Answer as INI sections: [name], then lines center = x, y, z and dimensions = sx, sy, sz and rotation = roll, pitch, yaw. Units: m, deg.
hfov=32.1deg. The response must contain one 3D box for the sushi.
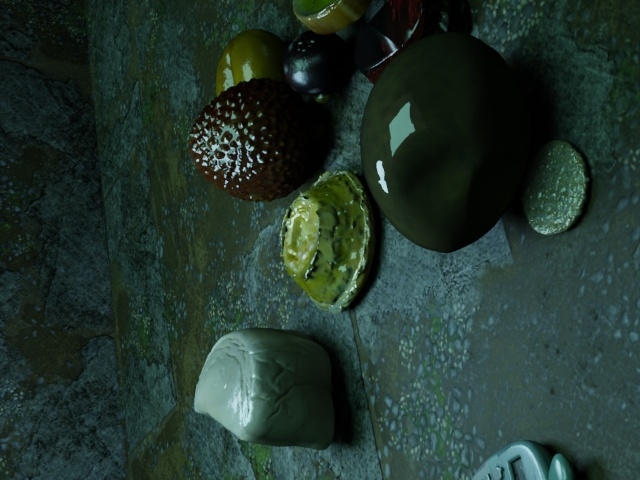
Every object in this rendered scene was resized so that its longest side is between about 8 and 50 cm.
[sushi]
center = 0.167, -0.367, 2.012
dimensions = 0.225, 0.126, 0.136
rotation = -41, 49, 46

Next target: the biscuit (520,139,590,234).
[biscuit]
center = 0.359, -0.080, 1.706
dimensions = 0.152, 0.020, 0.152
rotation = -16, 71, 60

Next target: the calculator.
[calculator]
center = 0.309, 0.410, 1.716
dimensions = 0.299, 0.041, 0.186
rotation = -50, 44, 51

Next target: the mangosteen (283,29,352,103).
[mangosteen]
center = -0.003, -0.362, 2.325
dimensions = 0.152, 0.152, 0.153
rotation = -14, 74, 61

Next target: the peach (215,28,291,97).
[peach]
center = -0.158, -0.373, 2.610
dimensions = 0.251, 0.153, 0.251
rotation = -170, 90, -67

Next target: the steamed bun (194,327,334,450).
[steamed bun]
center = -0.112, 0.296, 2.330
dimensions = 0.383, 0.247, 0.236
rotation = 0, 75, 68

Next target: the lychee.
[lychee]
center = -0.135, -0.213, 2.413
dimensions = 0.276, 0.304, 0.276
rotation = -8, -90, -85

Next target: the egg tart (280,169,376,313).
[egg tart]
center = 0.000, 0.000, 2.283
dimensions = 0.315, 0.120, 0.315
rotation = -18, 70, 62

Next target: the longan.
[longan]
center = 0.193, -0.154, 1.768
dimensions = 0.288, 0.288, 0.350
rotation = -146, 54, -59

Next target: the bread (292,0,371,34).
[bread]
center = 0.036, -0.527, 2.250
dimensions = 0.236, 0.070, 0.236
rotation = -32, 42, 34
